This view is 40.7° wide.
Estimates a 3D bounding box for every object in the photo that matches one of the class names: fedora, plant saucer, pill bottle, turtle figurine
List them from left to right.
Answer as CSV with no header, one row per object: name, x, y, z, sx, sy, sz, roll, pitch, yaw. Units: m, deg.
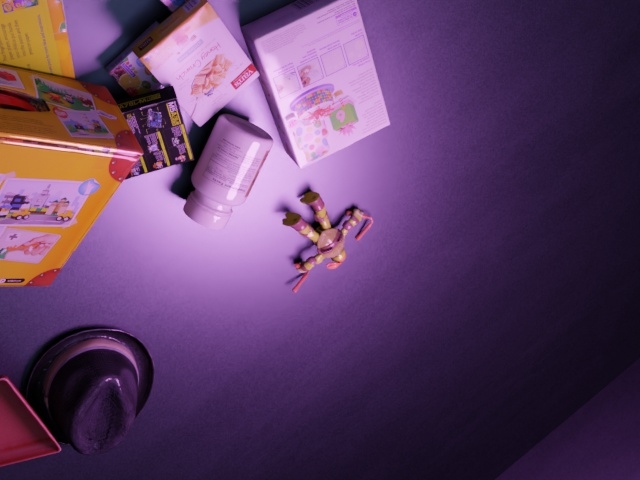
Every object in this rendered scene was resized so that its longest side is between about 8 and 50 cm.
plant saucer,-0.747,0.403,1.921,0.259,0.048,0.259,-16,127,8
fedora,-0.517,0.375,2.002,0.333,0.152,0.334,-13,124,-21
pill bottle,-0.205,-0.145,1.869,0.131,0.131,0.229,17,109,-34
turtle figurine,0.000,0.000,2.091,0.269,0.087,0.217,-41,128,0

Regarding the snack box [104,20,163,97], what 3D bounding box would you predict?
snack box,-0.345,-0.354,1.731,0.141,0.037,0.100,-42,131,-1

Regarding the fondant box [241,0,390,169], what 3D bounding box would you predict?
fondant box,-0.004,-0.353,1.875,0.238,0.096,0.330,-28,126,-11

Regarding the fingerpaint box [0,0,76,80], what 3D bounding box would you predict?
fingerpaint box,-0.610,-0.382,1.376,0.371,0.163,0.445,-19,157,-17

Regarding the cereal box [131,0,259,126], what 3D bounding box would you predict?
cereal box,-0.243,-0.356,1.731,0.173,0.047,0.240,-41,145,0

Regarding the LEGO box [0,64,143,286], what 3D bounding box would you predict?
LEGO box,-0.617,-0.106,1.449,0.500,0.193,0.372,3,136,-51

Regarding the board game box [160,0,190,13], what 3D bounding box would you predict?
board game box,-0.236,-0.603,1.559,0.318,0.066,0.318,-45,148,4

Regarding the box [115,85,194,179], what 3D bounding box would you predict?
box,-0.364,-0.212,1.752,0.184,0.045,0.191,-19,146,-8
